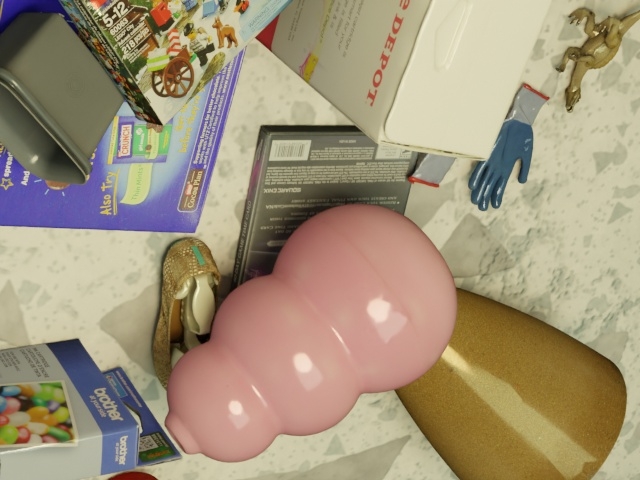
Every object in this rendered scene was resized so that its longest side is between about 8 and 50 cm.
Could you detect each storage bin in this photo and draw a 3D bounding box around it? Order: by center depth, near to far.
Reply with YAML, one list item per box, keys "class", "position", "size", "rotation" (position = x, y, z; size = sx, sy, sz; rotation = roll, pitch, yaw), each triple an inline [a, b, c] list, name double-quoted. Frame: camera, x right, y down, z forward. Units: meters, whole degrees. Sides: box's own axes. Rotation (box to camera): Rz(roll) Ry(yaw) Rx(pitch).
- class: "storage bin"
  position: [-0.236, -0.126, 1.250]
  size: [0.091, 0.098, 0.135]
  rotation: [-58, 133, -25]

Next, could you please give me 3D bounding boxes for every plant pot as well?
- class: "plant pot"
  position: [0.193, 0.165, 1.754]
  size: [0.254, 0.237, 0.237]
  rotation: [40, 94, -25]

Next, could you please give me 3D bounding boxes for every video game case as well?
- class: "video game case"
  position: [0.000, 0.000, 1.651]
  size: [0.196, 0.026, 0.274]
  rotation: [-2, 119, -29]

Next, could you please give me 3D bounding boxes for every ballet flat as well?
- class: "ballet flat"
  position: [-0.142, 0.098, 1.600]
  size: [0.073, 0.067, 0.206]
  rotation: [-14, 124, -23]

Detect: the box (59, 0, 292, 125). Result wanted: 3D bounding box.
- class: "box"
  position: [-0.108, -0.234, 1.266]
  size: [0.233, 0.044, 0.159]
  rotation: [-48, 128, -22]

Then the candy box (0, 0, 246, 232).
- class: "candy box"
  position: [-0.245, -0.153, 1.357]
  size: [0.317, 0.122, 0.268]
  rotation: [3, 117, -32]

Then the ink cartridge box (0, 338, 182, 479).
- class: "ink cartridge box"
  position: [-0.312, 0.178, 1.475]
  size: [0.311, 0.186, 0.065]
  rotation: [-5, 118, -28]

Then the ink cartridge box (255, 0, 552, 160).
- class: "ink cartridge box"
  position: [0.070, -0.237, 1.365]
  size: [0.131, 0.306, 0.226]
  rotation: [6, 114, -33]

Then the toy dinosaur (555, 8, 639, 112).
- class: "toy dinosaur"
  position: [0.328, -0.234, 1.692]
  size: [0.183, 0.053, 0.093]
  rotation: [-46, 145, 12]

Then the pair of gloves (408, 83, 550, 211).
- class: "pair of gloves"
  position: [0.184, -0.117, 1.678]
  size: [0.198, 0.023, 0.159]
  rotation: [16, 104, -44]

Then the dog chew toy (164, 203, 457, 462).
- class: "dog chew toy"
  position: [-0.019, 0.109, 1.545]
  size: [0.332, 0.206, 0.206]
  rotation: [-36, 129, -14]

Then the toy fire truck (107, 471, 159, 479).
- class: "toy fire truck"
  position: [-0.225, 0.422, 1.626]
  size: [0.302, 0.254, 0.169]
  rotation: [-27, 128, -13]
